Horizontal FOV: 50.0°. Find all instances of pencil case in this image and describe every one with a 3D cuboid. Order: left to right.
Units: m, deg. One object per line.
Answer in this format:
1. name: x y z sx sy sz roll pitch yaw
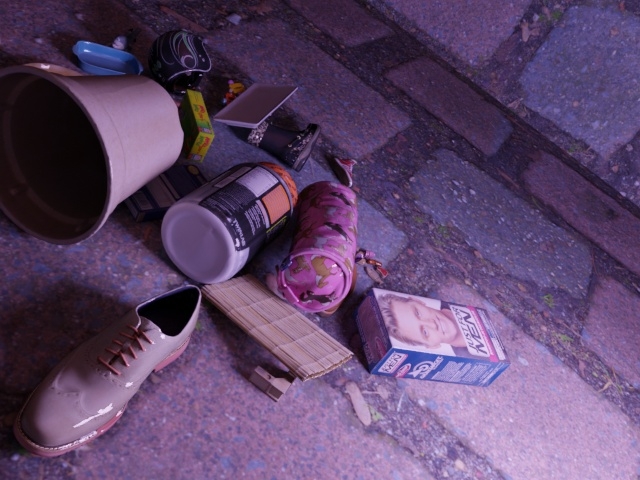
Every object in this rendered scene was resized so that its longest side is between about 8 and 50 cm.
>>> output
1. pencil case: 0.000 0.000 1.592 0.167 0.160 0.386 15 30 -1

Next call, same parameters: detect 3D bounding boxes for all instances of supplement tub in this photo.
1. supplement tub: -0.186 -0.054 1.514 0.193 0.193 0.316 38 35 6

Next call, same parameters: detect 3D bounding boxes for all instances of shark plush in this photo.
1. shark plush: -0.542 -0.567 1.942 0.073 0.067 0.161 37 35 4

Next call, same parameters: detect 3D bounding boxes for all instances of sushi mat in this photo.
1. sushi mat: -0.092 0.169 1.409 0.316 0.019 0.151 35 30 28

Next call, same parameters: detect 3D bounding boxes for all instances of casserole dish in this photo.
1. casserole dish: -0.572 -0.475 1.839 0.188 0.037 0.114 9 42 -32

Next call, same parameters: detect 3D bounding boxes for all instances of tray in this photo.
1. tray: -0.180 -0.381 1.948 0.145 0.030 0.270 11 37 19

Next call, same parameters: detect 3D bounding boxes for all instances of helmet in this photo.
1. helmet: -0.393 -0.501 1.903 0.169 0.169 0.162 -7 69 -43

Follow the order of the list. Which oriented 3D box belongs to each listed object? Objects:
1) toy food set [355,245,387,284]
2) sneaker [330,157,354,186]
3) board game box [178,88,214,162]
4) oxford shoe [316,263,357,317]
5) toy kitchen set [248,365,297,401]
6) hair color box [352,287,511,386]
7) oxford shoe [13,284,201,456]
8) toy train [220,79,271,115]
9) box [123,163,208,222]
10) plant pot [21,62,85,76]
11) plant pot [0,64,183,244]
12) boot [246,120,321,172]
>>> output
1. toy food set: 0.131 0.057 1.785 0.122 0.019 0.078 43 36 12
2. sneaker: 0.081 -0.202 2.031 0.067 0.042 0.118 -1 46 -35
3. board game box: -0.327 -0.297 1.775 0.043 0.092 0.181 7 43 -32
4. oxford shoe: 0.051 0.099 1.627 0.076 0.076 0.212 32 34 0
5. toy kitchen set: -0.080 0.253 1.346 0.075 0.068 0.083 36 35 3
6. hair color box: 0.262 0.231 1.612 0.347 0.105 0.174 11 41 -28
7. oxford shoe: -0.341 0.191 1.144 0.140 0.146 0.397 37 36 3
8. toy train: -0.229 -0.407 2.029 0.166 0.046 0.125 7 54 -36
9. box: -0.354 -0.113 1.585 0.225 0.036 0.136 -13 56 -44
10. plant pot: -0.625 -0.340 1.642 0.236 0.032 0.236 22 37 -18
11. plant pot: -0.451 -0.200 1.370 0.334 0.334 0.305 39 32 6
12. boot: -0.101 -0.304 1.971 0.178 0.085 0.236 27 36 -6
